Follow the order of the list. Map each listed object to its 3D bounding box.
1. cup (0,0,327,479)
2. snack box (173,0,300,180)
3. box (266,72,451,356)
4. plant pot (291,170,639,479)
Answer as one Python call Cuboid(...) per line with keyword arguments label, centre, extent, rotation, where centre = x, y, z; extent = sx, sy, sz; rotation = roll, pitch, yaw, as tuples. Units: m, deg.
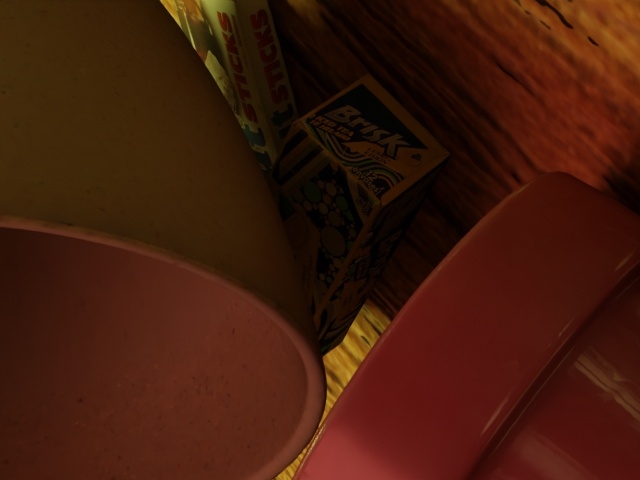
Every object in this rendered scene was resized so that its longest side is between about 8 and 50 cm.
Cuboid(label="cup", centre=(-0.170, -0.023, 0.795), extent=(0.331, 0.331, 0.237), rotation=(109, 159, -57))
Cuboid(label="snack box", centre=(-0.032, -0.053, 0.918), extent=(0.064, 0.022, 0.178), rotation=(24, 137, 50))
Cuboid(label="box", centre=(0.000, 0.000, 0.851), extent=(0.059, 0.054, 0.169), rotation=(45, 143, 14))
Cuboid(label="plant pot", centre=(0.109, 0.102, 0.655), extent=(0.180, 0.201, 0.201), rotation=(34, 147, 18))
